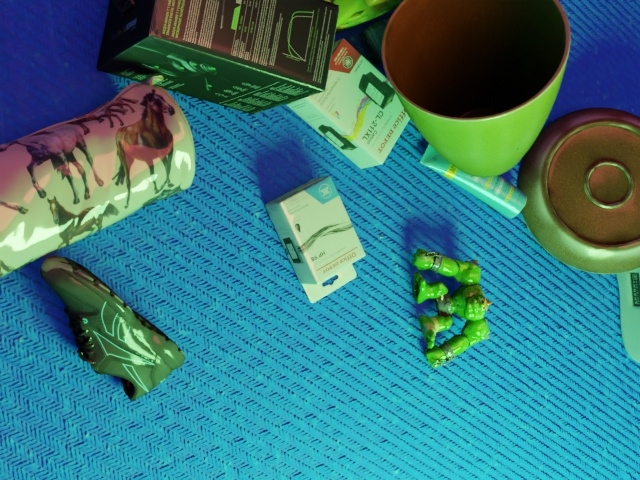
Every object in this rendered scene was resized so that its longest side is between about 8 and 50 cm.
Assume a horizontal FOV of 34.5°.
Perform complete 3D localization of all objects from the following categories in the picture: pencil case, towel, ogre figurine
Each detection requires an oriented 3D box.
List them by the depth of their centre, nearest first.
[{"bbox_3d":[-0.368,-0.081,1.394,0.410,0.160,0.183,-28,111,-26],"label":"pencil case"},{"bbox_3d":[0.125,-0.347,1.747,0.119,0.029,0.067,-31,102,-25],"label":"towel"},{"bbox_3d":[0.223,0.107,1.747,0.118,0.097,0.197,-10,77,-11],"label":"ogre figurine"}]

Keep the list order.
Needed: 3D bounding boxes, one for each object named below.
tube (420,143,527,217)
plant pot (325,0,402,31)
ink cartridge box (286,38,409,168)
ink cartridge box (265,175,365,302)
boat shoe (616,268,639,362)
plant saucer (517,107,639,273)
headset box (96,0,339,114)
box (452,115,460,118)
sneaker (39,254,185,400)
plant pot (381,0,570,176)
[{"bbox_3d":[0.268,-0.115,1.807,0.207,0.052,0.080,32,62,-17],"label":"tube"},{"bbox_3d":[0.076,-0.472,1.627,0.227,0.207,0.228,-28,102,-27],"label":"plant pot"},{"bbox_3d":[0.053,-0.220,1.677,0.175,0.072,0.127,39,70,-21],"label":"ink cartridge box"},{"bbox_3d":[0.000,0.000,1.645,0.104,0.060,0.180,-30,102,-27],"label":"ink cartridge box"},{"bbox_3d":[0.660,0.045,1.959,0.157,0.136,0.367,-6,93,-28],"label":"boat shoe"},{"bbox_3d":[0.512,-0.096,1.852,0.311,0.050,0.310,0,79,1],"label":"plant saucer"},{"bbox_3d":[-0.160,-0.290,1.468,0.283,0.246,0.131,13,82,-26],"label":"headset box"},{"bbox_3d":[0.226,-0.256,1.803,0.067,0.018,0.083,31,74,-24],"label":"box"},{"bbox_3d":[-0.301,0.126,1.438,0.106,0.101,0.267,-48,124,-8],"label":"sneaker"},{"bbox_3d":[0.256,-0.230,1.638,0.274,0.275,0.293,-61,157,-17],"label":"plant pot"}]
